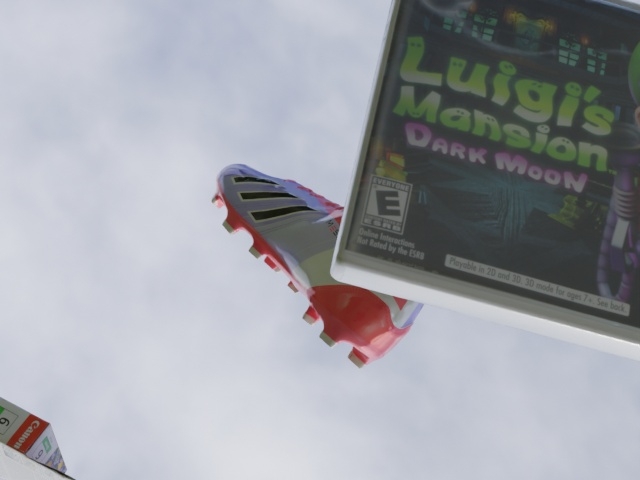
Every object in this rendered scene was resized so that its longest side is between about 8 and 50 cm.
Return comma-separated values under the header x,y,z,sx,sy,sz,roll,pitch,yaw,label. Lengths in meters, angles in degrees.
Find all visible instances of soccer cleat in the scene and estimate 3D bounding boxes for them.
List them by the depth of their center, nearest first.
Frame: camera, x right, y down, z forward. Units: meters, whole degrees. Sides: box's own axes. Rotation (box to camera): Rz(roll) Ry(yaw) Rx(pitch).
x,y,z,sx,sy,sz,roll,pitch,yaw,label
0.000,0.000,1.206,0.095,0.083,0.248,-45,-137,4,soccer cleat

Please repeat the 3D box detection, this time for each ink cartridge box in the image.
x,y,z,sx,sy,sz,roll,pitch,yaw,label
-0.191,0.135,1.006,0.115,0.063,0.029,24,-122,20,ink cartridge box

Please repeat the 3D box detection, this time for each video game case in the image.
x,y,z,sx,sy,sz,roll,pitch,yaw,label
0.113,-0.036,0.677,0.190,0.022,0.173,15,-120,-3,video game case
